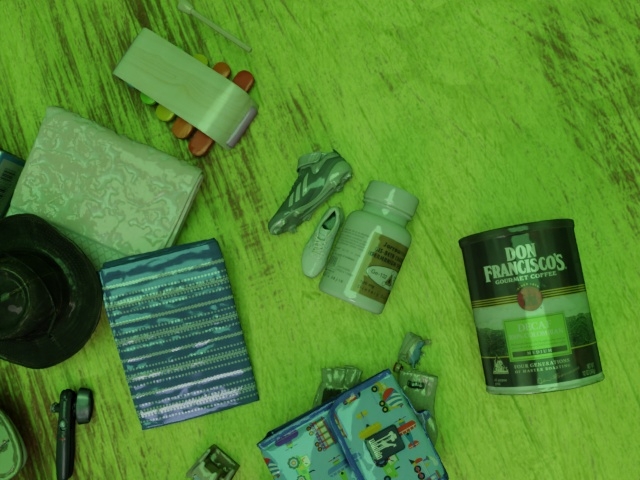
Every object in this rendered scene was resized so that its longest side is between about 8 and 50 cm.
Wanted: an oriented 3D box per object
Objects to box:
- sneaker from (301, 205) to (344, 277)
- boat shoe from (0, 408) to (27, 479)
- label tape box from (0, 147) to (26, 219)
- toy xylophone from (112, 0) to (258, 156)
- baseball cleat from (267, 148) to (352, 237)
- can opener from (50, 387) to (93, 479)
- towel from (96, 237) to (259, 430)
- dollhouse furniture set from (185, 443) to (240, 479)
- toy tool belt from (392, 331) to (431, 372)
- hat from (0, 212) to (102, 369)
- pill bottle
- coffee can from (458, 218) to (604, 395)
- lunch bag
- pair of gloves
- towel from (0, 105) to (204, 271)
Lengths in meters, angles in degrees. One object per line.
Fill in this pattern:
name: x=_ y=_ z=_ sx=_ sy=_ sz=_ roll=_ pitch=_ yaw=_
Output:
sneaker: x=0.000 y=0.000 z=1.298 sx=0.053 sy=0.061 sz=0.152 roll=22 pitch=88 yaw=7
boat shoe: x=-0.687 y=0.351 z=1.319 sx=0.302 sy=0.103 sz=0.113 roll=42 pitch=77 yaw=10
label tape box: x=-0.827 y=-0.131 z=1.385 sx=0.347 sy=0.115 sz=0.249 roll=25 pitch=87 yaw=7
toy xylophone: x=-0.264 y=-0.336 z=1.355 sx=0.322 sy=0.081 sz=0.236 roll=42 pitch=90 yaw=9
baseball cleat: x=-0.035 y=-0.099 z=1.318 sx=0.205 sy=0.072 sz=0.109 roll=-37 pitch=67 yaw=-3
can opener: x=-0.500 y=0.384 z=1.315 sx=0.073 sy=0.059 sz=0.186 roll=6 pitch=84 yaw=7
towel: x=-0.274 y=0.180 z=1.287 sx=0.243 sy=0.040 sz=0.336 roll=-14 pitch=95 yaw=-2
dollhouse furniture set: x=-0.176 y=0.542 z=1.137 sx=0.286 sy=0.303 sz=0.198 roll=37 pitch=88 yaw=9
toy tool belt: x=0.174 y=0.218 z=1.258 sx=0.051 sy=0.052 sz=0.083 roll=20 pitch=87 yaw=17
hat: x=-0.583 y=0.119 z=1.234 sx=0.331 sy=0.134 sz=0.332 roll=3 pitch=105 yaw=11
pill bottle: x=0.097 y=0.011 z=1.249 sx=0.131 sy=0.131 sz=0.229 roll=22 pitch=87 yaw=9
coffee can: x=0.368 y=0.116 z=1.171 sx=0.201 sy=0.201 sz=0.276 roll=-10 pitch=83 yaw=6
lunch bag: x=0.071 y=0.384 z=1.193 sx=0.293 sy=0.138 sz=0.221 roll=-29 pitch=82 yaw=0
pair of gloves: x=0.102 y=0.339 z=1.256 sx=0.240 sy=0.042 sz=0.204 roll=0 pitch=90 yaw=13
towel: x=-0.441 y=-0.061 z=1.311 sx=0.331 sy=0.053 sz=0.317 roll=24 pitch=91 yaw=-1
